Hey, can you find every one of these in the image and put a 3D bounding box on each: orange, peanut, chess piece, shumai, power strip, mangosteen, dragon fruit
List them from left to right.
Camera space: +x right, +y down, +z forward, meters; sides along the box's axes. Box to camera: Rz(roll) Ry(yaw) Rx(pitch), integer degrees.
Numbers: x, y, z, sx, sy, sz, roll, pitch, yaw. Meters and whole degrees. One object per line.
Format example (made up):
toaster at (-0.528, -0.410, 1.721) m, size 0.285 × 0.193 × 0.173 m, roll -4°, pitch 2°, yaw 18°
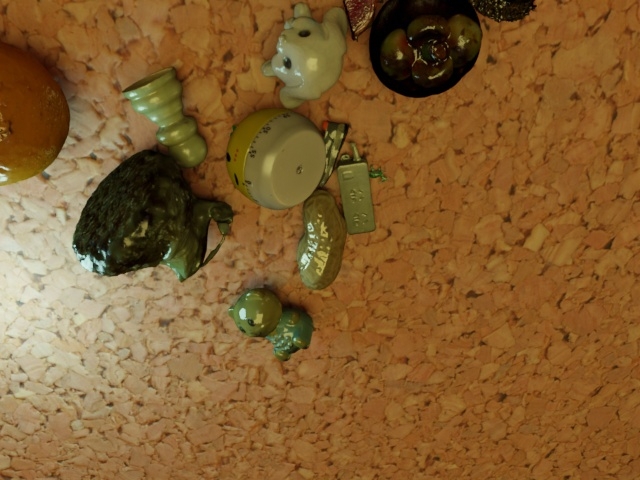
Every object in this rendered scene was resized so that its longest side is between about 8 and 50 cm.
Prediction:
orange at (-0.775, -0.300, 1.097) m, size 0.341 × 0.293 × 0.340 m, roll 1°, pitch 96°, yaw 12°
shumai at (-0.442, -0.026, 1.265) m, size 0.395 × 0.395 × 0.348 m, roll -34°, pitch 135°, yaw 13°
chess piece at (-0.388, -0.310, 1.222) m, size 0.144 × 0.144 × 0.251 m, roll -21°, pitch 122°, yaw 7°
peanut at (0.000, 0.000, 1.404) m, size 0.153 × 0.140 × 0.325 m, roll 16°, pitch 115°, yaw 36°
power strip at (0.104, -0.153, 1.366) m, size 0.093 × 0.053 × 0.288 m, roll -8°, pitch 121°, yaw 7°
dragon fruit at (0.106, -0.576, 1.135) m, size 0.096 × 0.102 × 0.147 m, roll -16°, pitch 113°, yaw 2°
mangosteen at (0.254, -0.471, 1.092) m, size 0.288 × 0.287 × 0.233 m, roll 11°, pitch 94°, yaw -9°

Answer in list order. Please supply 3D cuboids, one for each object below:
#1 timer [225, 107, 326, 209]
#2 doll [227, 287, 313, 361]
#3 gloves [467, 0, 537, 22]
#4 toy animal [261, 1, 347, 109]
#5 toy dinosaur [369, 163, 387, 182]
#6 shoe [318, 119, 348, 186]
timer at (-0.149, -0.234, 1.237) m, size 0.285 × 0.285 × 0.285 m, roll -2°, pitch 117°, yaw -3°
doll at (-0.162, 0.261, 1.511) m, size 0.261 × 0.161 × 0.177 m, roll 33°, pitch 132°, yaw -20°
gloves at (0.391, -0.600, 1.033) m, size 0.210 × 0.312 × 0.135 m, roll 17°, pitch 134°, yaw -22°
toy animal at (-0.036, -0.432, 1.116) m, size 0.174 × 0.289 × 0.249 m, roll 25°, pitch 133°, yaw -18°
toy dinosaur at (0.159, -0.193, 1.377) m, size 0.083 × 0.021 × 0.062 m, roll -27°, pitch 111°, yaw 27°
shoe at (0.015, -0.250, 1.315) m, size 0.077 × 0.074 × 0.194 m, roll 22°, pitch 112°, yaw -2°
